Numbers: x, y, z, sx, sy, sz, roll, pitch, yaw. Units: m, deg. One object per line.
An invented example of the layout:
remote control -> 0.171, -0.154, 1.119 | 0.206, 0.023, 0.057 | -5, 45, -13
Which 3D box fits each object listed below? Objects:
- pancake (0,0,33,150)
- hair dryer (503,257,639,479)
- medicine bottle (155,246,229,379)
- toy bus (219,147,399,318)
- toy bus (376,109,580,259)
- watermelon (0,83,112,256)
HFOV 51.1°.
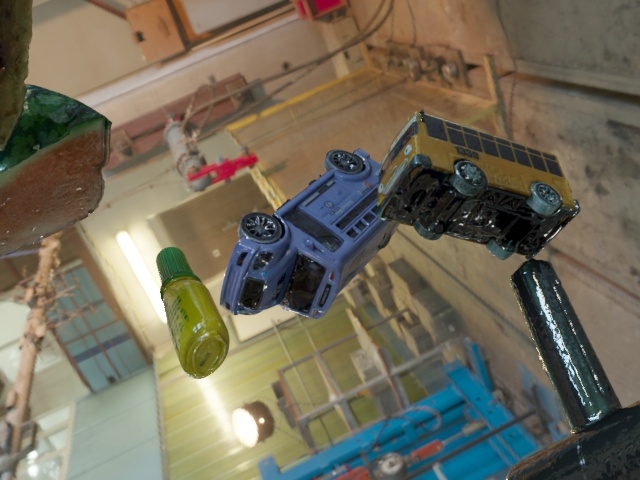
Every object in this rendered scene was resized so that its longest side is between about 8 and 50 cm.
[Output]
pancake -> -0.496, -0.327, 0.834 | 0.067, 0.305, 0.426 | -25, -63, -74
hair dryer -> 0.233, 0.172, 0.694 | 0.116, 0.244, 0.302 | 18, -135, -35
medicine bottle -> -0.222, 0.100, 1.101 | 0.309, 0.076, 0.111 | 50, 123, 53
toy bus -> 0.000, 0.000, 0.861 | 0.133, 0.292, 0.125 | 33, 133, 14
toy bus -> 0.163, -0.062, 0.727 | 0.098, 0.201, 0.114 | 122, 154, -44
watermelon -> -0.515, -0.083, 1.051 | 0.292, 0.319, 0.222 | 108, -178, -52
